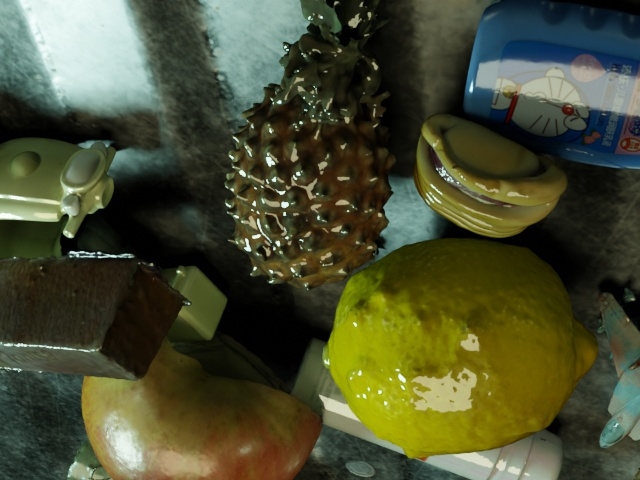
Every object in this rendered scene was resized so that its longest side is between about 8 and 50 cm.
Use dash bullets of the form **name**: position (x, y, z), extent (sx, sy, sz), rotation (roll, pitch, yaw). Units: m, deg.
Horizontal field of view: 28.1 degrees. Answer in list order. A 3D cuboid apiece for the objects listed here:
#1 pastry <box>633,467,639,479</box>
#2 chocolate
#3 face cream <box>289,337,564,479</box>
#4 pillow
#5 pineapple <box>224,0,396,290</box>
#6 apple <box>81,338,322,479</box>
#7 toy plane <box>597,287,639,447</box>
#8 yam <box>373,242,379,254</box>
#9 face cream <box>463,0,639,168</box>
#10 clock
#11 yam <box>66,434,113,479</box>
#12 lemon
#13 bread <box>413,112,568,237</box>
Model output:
- **pastry**: position (0.476, 0.333, 1.459), extent (0.275, 0.193, 0.275), rotation (-1, 154, 0)
- **chocolate**: position (-0.301, 0.086, 1.404), extent (0.321, 0.112, 0.112), rotation (-1, 147, 34)
- **face cream**: position (0.134, 0.222, 1.570), extent (0.345, 0.102, 0.102), rotation (19, 143, 0)
- **pillow**: position (-0.178, 0.187, 1.693), extent (0.270, 0.067, 0.173), rotation (-15, 128, 37)
- **pineapple**: position (0.002, -0.116, 1.179), extent (0.175, 0.175, 0.361), rotation (15, 130, 5)
- **apple**: position (-0.161, 0.243, 1.530), extent (0.293, 0.163, 0.251), rotation (24, 156, -4)
- **toy plane**: position (0.363, 0.167, 1.390), extent (0.223, 0.104, 0.326), rotation (50, 166, 17)
- **yam**: position (0.000, 0.000, 1.412), extent (0.129, 0.027, 0.033), rotation (10, 143, 11)
- **face cream**: position (0.259, -0.125, 1.092), extent (0.264, 0.083, 0.149), rotation (12, 135, 8)
- **clock**: position (-0.299, -0.008, 1.471), extent (0.276, 0.120, 0.379), rotation (-5, 141, 33)
- **yam**: position (-0.221, 0.336, 1.832), extent (0.254, 0.154, 0.154), rotation (21, 143, -3)
- **lemon**: position (0.141, 0.108, 1.321), extent (0.288, 0.233, 0.233), rotation (-1, 139, 18)
- **bread**: position (0.146, -0.053, 1.167), extent (0.134, 0.081, 0.225), rotation (26, 179, 5)
